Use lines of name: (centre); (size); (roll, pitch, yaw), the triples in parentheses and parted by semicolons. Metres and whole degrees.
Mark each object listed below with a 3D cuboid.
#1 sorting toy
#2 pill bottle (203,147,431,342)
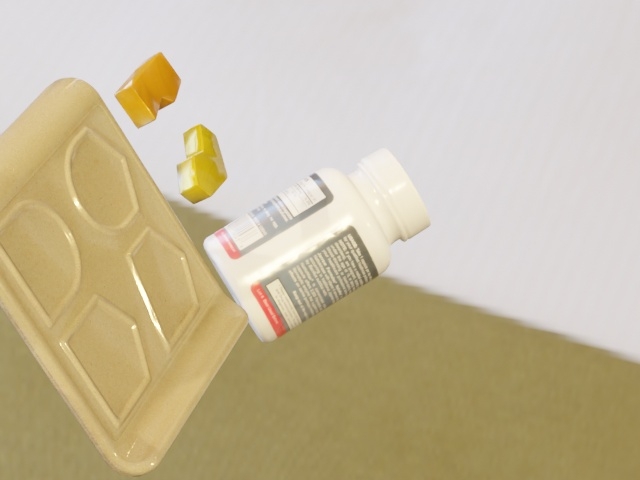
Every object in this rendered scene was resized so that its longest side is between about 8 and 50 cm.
sorting toy: (-0.142, -0.001, 1.366); (0.041, 0.229, 0.307); (-25, 19, 31)
pill bottle: (0.000, 0.000, 1.669); (0.180, 0.108, 0.108); (-31, 51, -4)
